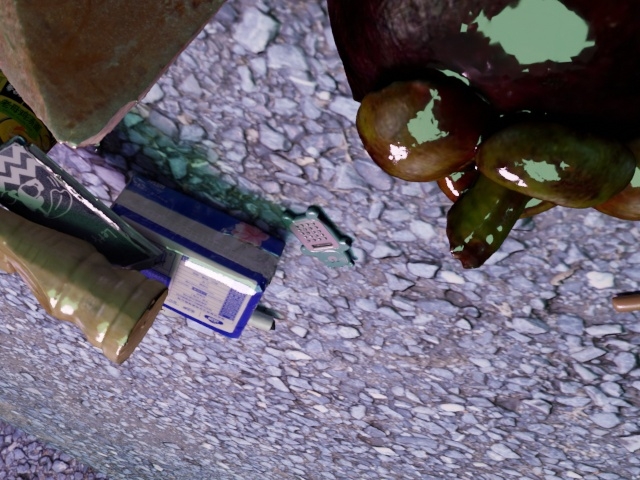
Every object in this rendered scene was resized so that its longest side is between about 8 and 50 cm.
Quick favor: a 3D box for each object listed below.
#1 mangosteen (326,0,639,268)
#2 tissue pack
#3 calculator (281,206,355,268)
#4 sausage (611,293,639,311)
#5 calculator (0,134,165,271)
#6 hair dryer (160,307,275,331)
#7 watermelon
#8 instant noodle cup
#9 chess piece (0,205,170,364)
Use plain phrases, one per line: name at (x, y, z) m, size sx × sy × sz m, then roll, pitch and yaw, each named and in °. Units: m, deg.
mangosteen at (0.153, -0.151, 0.537) m, size 0.306 × 0.347 × 0.307 m, roll 4°, pitch 175°, yaw 0°
tissue pack at (-0.208, 0.025, 1.188) m, size 0.269 × 0.137 × 0.209 m, roll 26°, pitch 145°, yaw -2°
calculator at (0.000, 0.000, 1.139) m, size 0.094 × 0.019 × 0.141 m, roll -9°, pitch 137°, yaw 34°
sausage at (0.457, 0.080, 1.004) m, size 0.116 × 0.026 × 0.026 m, roll -14°, pitch 134°, yaw 43°
calculator at (-0.362, -0.036, 1.053) m, size 0.165 × 0.028 × 0.274 m, roll -14°, pitch 134°, yaw 36°
hair dryer at (-0.187, 0.121, 1.376) m, size 0.236 × 0.073 × 0.131 m, roll 25°, pitch 146°, yaw -12°
watermelon at (-0.182, -0.243, 0.664) m, size 0.283 × 0.293 × 0.250 m, roll 16°, pitch 116°, yaw -36°
instant noodle cup at (-0.461, -0.153, 1.067) m, size 0.151 × 0.122 × 0.151 m, roll 10°, pitch 144°, yaw 7°
chess piece at (-0.376, 0.047, 1.062) m, size 0.300 × 0.137 × 0.137 m, roll 33°, pitch 147°, yaw 0°
